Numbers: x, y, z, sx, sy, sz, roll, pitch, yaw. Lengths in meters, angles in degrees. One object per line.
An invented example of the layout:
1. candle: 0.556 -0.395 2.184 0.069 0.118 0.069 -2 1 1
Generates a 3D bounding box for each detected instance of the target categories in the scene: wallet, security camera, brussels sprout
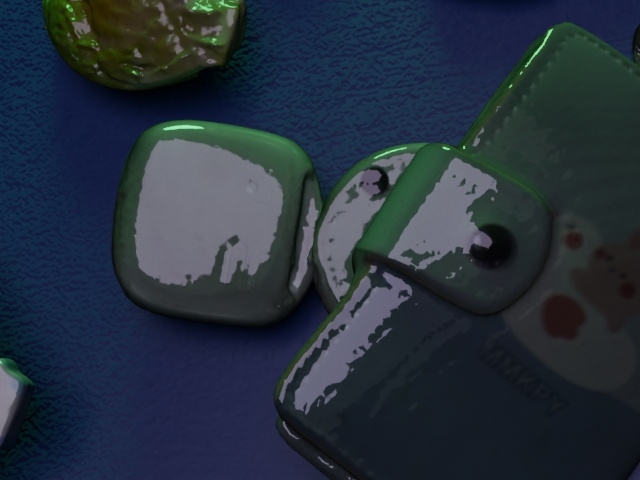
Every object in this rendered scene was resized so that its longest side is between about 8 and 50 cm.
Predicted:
1. wallet: 0.146 0.042 0.946 0.252 0.083 0.360 37 82 -7
2. security camera: 0.000 0.000 1.016 0.302 0.080 0.157 9 84 1
3. brussels sprout: -0.135 -0.179 1.079 0.181 0.100 0.139 26 91 14

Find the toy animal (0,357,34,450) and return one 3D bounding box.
1. toy animal: -0.314 0.109 0.981 0.213 0.195 0.256 14 75 5

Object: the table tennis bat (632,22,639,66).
1. table tennis bat: 0.264 -0.129 1.034 0.158 0.014 0.095 -39 73 -4
